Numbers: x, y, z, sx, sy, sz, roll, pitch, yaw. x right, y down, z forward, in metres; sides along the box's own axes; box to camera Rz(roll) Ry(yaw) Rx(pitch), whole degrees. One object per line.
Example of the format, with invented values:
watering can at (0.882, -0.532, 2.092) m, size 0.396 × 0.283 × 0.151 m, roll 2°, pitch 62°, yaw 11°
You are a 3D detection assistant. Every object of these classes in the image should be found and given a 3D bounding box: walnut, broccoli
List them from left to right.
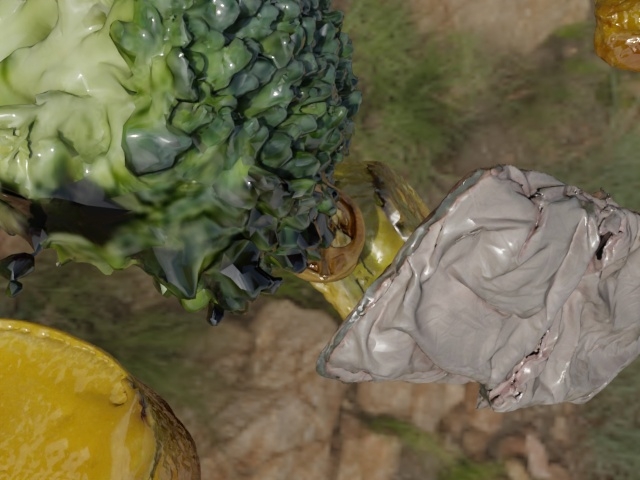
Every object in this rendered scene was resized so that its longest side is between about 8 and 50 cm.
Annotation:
broccoli at (-0.136, -0.105, 0.832) m, size 0.348 × 0.281 × 0.293 m, roll 58°, pitch 23°, yaw -21°
walnut at (0.000, 0.000, 1.454) m, size 0.052 × 0.091 × 0.121 m, roll 90°, pitch -6°, yaw -56°

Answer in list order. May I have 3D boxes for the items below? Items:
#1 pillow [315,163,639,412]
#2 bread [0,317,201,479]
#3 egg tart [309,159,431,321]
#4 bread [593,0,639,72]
pillow at (0.114, 0.034, 0.720) m, size 0.248 × 0.049 × 0.135 m, roll 11°, pitch 120°, yaw -51°
bread at (-0.229, 0.177, 1.184) m, size 0.195 × 0.270 × 0.142 m, roll -55°, pitch 154°, yaw -18°
egg tart at (0.071, 0.004, 1.643) m, size 0.294 × 0.123 × 0.294 m, roll 50°, pitch 18°, yaw -23°
bread at (0.285, -0.224, 1.129) m, size 0.271 × 0.139 × 0.077 m, roll -67°, pitch 160°, yaw -48°
